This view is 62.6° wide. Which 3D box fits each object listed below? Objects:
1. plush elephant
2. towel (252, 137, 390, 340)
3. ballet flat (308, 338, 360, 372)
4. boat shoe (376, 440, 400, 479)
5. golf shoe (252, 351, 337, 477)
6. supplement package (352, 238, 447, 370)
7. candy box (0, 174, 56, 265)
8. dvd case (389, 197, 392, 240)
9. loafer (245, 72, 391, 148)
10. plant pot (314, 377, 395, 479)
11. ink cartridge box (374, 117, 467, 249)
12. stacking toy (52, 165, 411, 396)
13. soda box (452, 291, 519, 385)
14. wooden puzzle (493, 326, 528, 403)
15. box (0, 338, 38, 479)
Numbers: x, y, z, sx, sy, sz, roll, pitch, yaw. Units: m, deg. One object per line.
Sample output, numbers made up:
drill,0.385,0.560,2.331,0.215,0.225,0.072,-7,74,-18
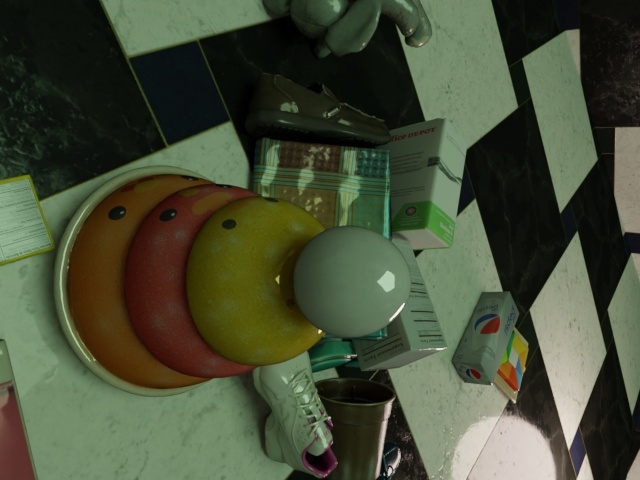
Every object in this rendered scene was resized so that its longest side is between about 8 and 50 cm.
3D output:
plush elephant,0.047,-0.482,1.063,0.272,0.255,0.330,49,2,16
towel,0.000,0.000,0.989,0.271,0.040,0.371,3,85,-10
ballet flat,0.044,0.226,1.102,0.247,0.083,0.087,10,55,-46
boat shoe,0.109,0.538,1.119,0.258,0.089,0.109,-39,114,-42
golf shoe,-0.032,0.281,0.912,0.115,0.140,0.306,-31,127,-38
supplement package,0.138,0.132,1.098,0.133,0.139,0.244,9,57,-45
candy box,-0.442,-0.007,0.637,0.205,0.027,0.105,-24,106,-45
dvd case,0.016,-0.084,1.030,0.252,0.022,0.181,-1,86,-11
loafer,0.014,-0.258,1.064,0.365,0.133,0.130,1,86,-47
plant pot,0.061,0.377,1.045,0.167,0.166,0.165,1,94,-46
ink cartridge box,0.211,-0.122,1.212,0.114,0.198,0.273,32,65,-40
stacking toy,-0.085,0.046,0.679,0.350,0.479,0.351,6,82,-47
soda box,0.489,0.280,1.544,0.286,0.091,0.098,-51,121,-36
wooden puzzle,0.610,0.376,1.697,0.239,0.044,0.221,47,54,-33
box,-0.402,0.231,0.568,0.126,0.148,0.233,-15,97,-45
